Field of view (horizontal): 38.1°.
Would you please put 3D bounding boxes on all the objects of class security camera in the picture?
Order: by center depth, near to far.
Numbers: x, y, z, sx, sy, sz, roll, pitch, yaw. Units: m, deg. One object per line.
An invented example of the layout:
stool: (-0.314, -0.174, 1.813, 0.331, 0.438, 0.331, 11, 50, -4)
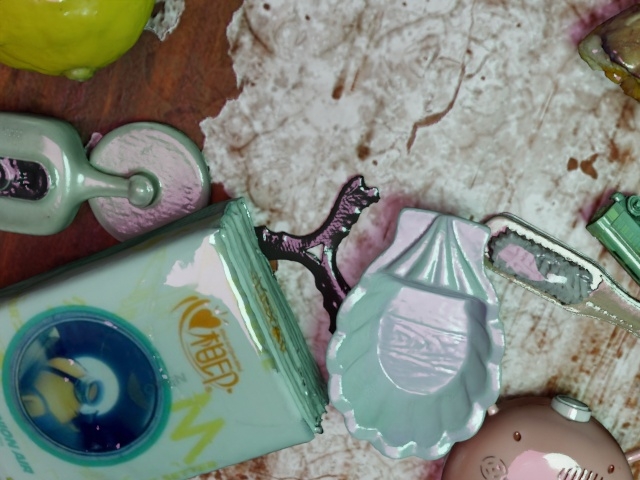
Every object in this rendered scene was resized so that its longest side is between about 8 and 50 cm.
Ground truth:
security camera: (-0.282, -0.071, 1.103, 0.301, 0.080, 0.157, 8, 104, 4)

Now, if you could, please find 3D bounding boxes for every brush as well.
brush: (0.323, 0.071, 1.046, 0.327, 0.065, 0.070, 28, 103, 0)

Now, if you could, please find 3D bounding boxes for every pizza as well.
pizza: (0.421, -0.186, 0.956, 0.305, 0.085, 0.161, 4, 82, 6)

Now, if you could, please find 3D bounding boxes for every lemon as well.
lemon: (-0.286, -0.306, 0.967, 0.233, 0.233, 0.288, -14, 96, 12)

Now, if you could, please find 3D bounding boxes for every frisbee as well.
frisbee: (0.000, 0.000, 1.104, 0.211, 0.012, 0.187, 33, 107, 1)

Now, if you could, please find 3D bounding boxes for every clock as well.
clock: (0.252, 0.296, 1.072, 0.227, 0.142, 0.241, 20, 102, 4)

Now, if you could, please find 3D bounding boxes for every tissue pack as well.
tissue pack: (-0.221, 0.149, 1.091, 0.388, 0.162, 0.287, -20, 105, 13)

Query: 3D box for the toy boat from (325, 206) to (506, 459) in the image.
toy boat: (0.116, 0.104, 1.066, 0.199, 0.100, 0.290, 14, 106, 5)

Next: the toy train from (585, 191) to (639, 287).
toy train: (0.361, 0.014, 1.023, 0.071, 0.038, 0.148, -42, 89, -24)
